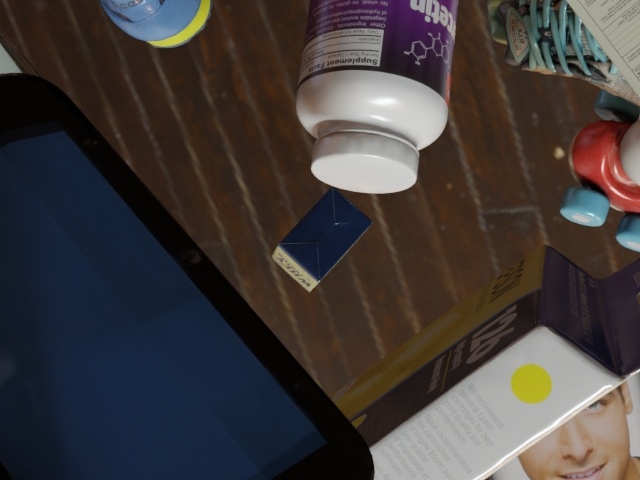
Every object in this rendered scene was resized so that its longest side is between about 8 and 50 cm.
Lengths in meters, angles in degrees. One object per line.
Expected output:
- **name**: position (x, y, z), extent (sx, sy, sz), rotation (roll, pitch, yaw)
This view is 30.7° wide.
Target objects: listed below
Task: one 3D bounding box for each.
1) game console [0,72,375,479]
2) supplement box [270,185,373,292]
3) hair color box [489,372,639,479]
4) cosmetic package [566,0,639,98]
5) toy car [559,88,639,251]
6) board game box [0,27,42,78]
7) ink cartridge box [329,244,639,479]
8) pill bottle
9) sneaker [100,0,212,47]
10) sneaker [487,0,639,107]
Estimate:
- **game console**: position (-0.127, 0.014, 0.453), extent (0.293, 0.173, 0.250), rotation (47, 167, 17)
- **supplement box**: position (0.000, 0.000, 1.183), extent (0.056, 0.083, 0.083), rotation (43, 168, 1)
- **hair color box**: position (0.286, 0.260, 1.327), extent (0.113, 0.185, 0.374), rotation (8, -112, -87)
- **cosmetic package**: position (0.188, -0.140, 0.688), extent (0.060, 0.041, 0.115), rotation (-38, 80, 30)
- **toy car**: position (0.515, -0.118, 1.767), extent (0.210, 0.219, 0.238), rotation (25, 169, -15)
- **board game box**: position (-0.331, -0.129, 1.286), extent (0.303, 0.097, 0.224), rotation (52, 178, 16)
- **ink cartridge box**: position (0.112, 0.085, 0.790), extent (0.307, 0.303, 0.072), rotation (-40, 89, 14)
- **pill bottle**: position (0.070, -0.228, 1.396), extent (0.181, 0.181, 0.323), rotation (-13, 64, 49)
- **sneaker**: position (-0.125, -0.216, 0.692), extent (0.069, 0.082, 0.209), rotation (-25, 70, 14)
- **sneaker**: position (0.207, -0.156, 0.914), extent (0.283, 0.122, 0.110), rotation (-114, 19, -72)
